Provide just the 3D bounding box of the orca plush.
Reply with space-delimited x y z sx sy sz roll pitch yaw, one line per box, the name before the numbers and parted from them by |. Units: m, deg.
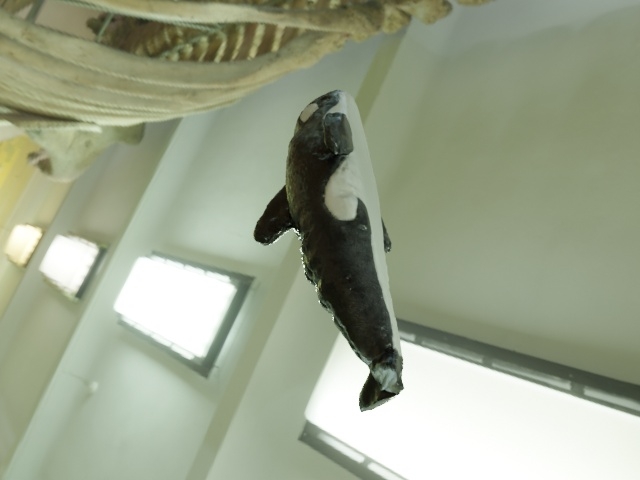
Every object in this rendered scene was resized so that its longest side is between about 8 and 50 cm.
orca plush | 0.000 0.000 0.560 0.102 0.151 0.287 -16 -109 13
